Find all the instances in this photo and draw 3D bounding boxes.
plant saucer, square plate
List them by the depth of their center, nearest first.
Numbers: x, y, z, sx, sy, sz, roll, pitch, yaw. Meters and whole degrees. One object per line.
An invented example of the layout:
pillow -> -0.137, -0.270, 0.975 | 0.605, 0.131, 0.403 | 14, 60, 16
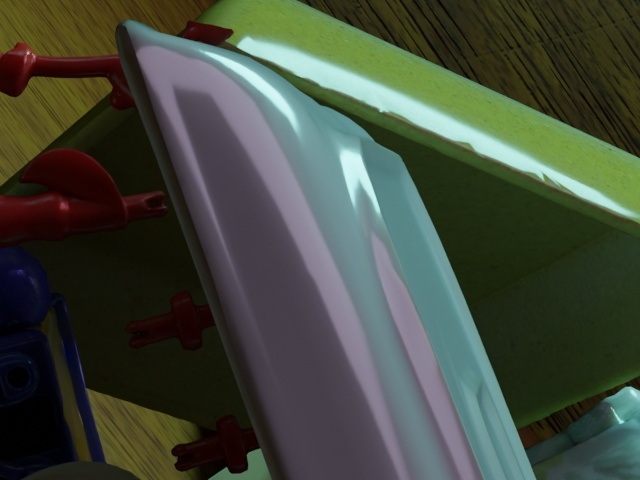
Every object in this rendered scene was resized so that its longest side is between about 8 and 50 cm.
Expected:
square plate -> 0.047, 0.099, 0.632 | 0.347, 0.049, 0.344 | -4, 72, -84
plant saucer -> 0.000, 0.000, 0.983 | 0.332, 0.332, 0.081 | 22, 58, -28

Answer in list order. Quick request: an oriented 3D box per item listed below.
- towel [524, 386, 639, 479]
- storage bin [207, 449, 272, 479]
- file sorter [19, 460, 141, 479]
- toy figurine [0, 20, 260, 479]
towel -> 0.107, 0.272, 0.925 | 0.090, 0.320, 0.374 | 70, -6, -52
storage bin -> 0.049, 0.272, 1.214 | 0.260, 0.123, 0.262 | 49, 11, -34
file sorter -> -0.047, 0.219, 0.548 | 0.193, 0.173, 0.278 | 54, -6, 41
toy figurine -> -0.095, 0.099, 0.843 | 0.217, 0.191, 0.363 | 162, -89, -81
